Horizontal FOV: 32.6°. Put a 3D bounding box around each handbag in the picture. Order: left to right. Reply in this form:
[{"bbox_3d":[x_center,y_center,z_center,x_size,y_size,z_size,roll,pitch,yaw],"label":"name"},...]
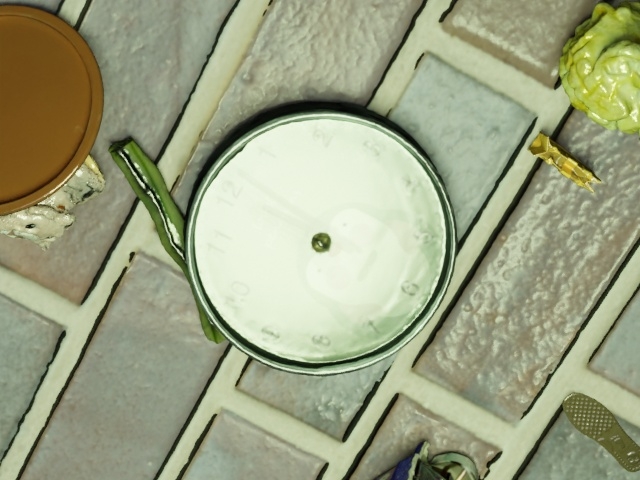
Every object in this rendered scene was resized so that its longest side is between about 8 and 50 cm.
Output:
[{"bbox_3d":[0.277,-0.088,1.236,0.083,0.061,0.027,34,101,-5],"label":"handbag"}]

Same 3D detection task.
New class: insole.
[{"bbox_3d":[0.350,0.236,1.343,0.045,0.002,0.135,-44,98,12],"label":"insole"}]

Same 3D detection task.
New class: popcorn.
[{"bbox_3d":[0.330,-0.189,1.185,0.135,0.162,0.141,9,80,35],"label":"popcorn"}]

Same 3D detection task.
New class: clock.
[{"bbox_3d":[-0.001,0.001,1.254,0.319,0.066,0.319,0,101,-2],"label":"clock"}]

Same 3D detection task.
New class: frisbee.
[{"bbox_3d":[-0.360,-0.145,1.219,0.250,0.021,0.251,-2,75,8],"label":"frisbee"}]

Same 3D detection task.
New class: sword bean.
[{"bbox_3d":[-0.171,0.002,1.292,0.043,0.038,0.269,-25,103,3],"label":"sword bean"}]

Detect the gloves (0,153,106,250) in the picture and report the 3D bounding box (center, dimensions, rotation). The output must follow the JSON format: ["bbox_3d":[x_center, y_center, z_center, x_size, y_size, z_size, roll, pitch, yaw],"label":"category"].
[{"bbox_3d":[-0.317,-0.051,1.255,0.144,0.110,0.094,-45,55,14],"label":"gloves"}]

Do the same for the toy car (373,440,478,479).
[{"bbox_3d":[0.136,0.381,1.317,0.158,0.172,0.235,-32,103,26],"label":"toy car"}]
